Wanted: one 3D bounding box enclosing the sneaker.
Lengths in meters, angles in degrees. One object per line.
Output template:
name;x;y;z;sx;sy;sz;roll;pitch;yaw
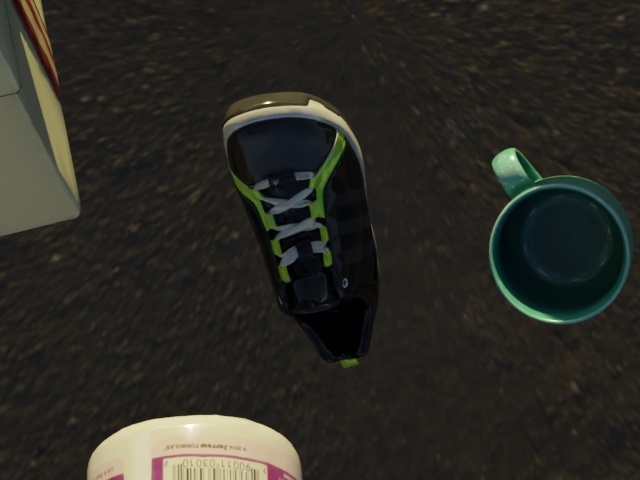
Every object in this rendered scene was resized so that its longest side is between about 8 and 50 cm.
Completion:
sneaker;0.000;0.000;1.112;0.084;0.097;0.234;-14;138;10

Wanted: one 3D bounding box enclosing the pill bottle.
pill bottle;-0.090;0.295;1.218;0.169;0.169;0.301;-4;59;2

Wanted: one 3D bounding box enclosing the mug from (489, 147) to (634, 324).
mug;0.226;-0.009;1.543;0.129;0.097;0.157;2;100;14

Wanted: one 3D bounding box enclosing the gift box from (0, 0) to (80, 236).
gift box;-0.298;-0.145;0.957;0.255;0.258;0.276;-18;68;-3
